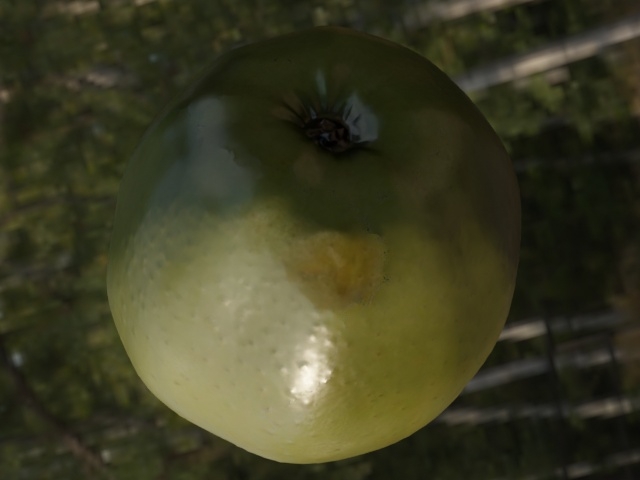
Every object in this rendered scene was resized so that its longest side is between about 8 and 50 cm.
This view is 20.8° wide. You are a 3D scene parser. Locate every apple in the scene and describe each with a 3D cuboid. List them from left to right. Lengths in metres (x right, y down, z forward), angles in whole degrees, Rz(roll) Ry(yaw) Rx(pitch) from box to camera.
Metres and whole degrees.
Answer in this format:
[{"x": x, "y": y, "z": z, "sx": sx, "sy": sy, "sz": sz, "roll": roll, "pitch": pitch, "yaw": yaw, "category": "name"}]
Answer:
[{"x": 0.000, "y": 0.000, "z": 1.416, "sx": 0.357, "sy": 0.357, "sz": 0.357, "roll": -16, "pitch": -90, "yaw": -79, "category": "apple"}]
